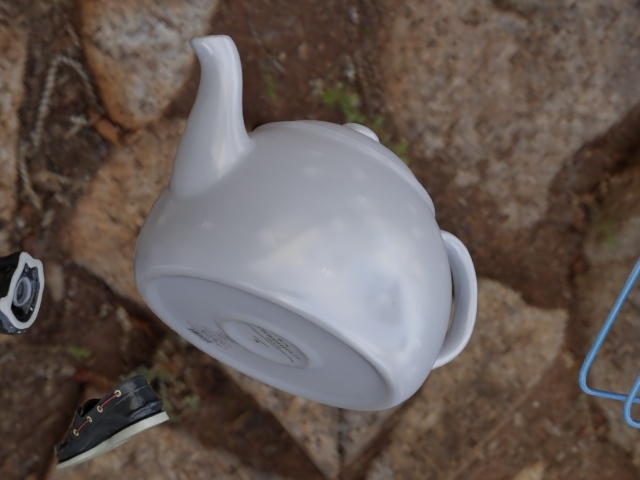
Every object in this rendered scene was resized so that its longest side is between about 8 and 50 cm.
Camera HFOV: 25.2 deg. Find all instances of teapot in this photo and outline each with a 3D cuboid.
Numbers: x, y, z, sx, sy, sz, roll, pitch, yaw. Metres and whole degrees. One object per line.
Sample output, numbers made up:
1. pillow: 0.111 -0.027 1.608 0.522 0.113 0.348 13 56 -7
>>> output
1. teapot: 0.000 0.000 1.064 0.256 0.252 0.187 92 22 -66

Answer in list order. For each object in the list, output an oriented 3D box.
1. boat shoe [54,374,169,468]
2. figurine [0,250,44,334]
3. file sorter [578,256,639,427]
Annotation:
1. boat shoe: -0.160 0.136 1.060 0.049 0.042 0.133 -20 170 -44
2. figurine: -0.445 0.030 1.553 0.215 0.209 0.092 48 48 -61
3. file sorter: 0.256 0.087 0.845 0.104 0.170 0.118 15 106 -42
